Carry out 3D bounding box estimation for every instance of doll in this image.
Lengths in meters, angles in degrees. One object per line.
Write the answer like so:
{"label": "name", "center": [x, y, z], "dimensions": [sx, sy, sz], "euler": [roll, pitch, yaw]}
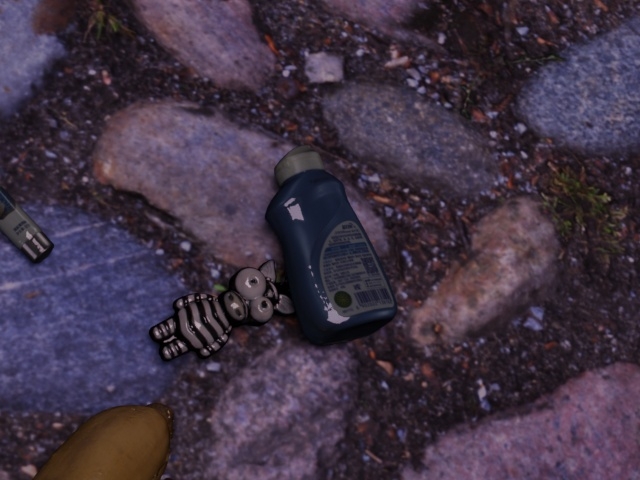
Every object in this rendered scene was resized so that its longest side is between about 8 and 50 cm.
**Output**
{"label": "doll", "center": [-0.128, 0.097, 1.675], "dimensions": [0.219, 0.067, 0.091], "euler": [-25, 84, -25]}

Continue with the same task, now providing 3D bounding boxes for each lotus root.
{"label": "lotus root", "center": [-0.288, 0.314, 1.503], "dimensions": [0.130, 0.146, 0.303], "euler": [37, 61, -7]}

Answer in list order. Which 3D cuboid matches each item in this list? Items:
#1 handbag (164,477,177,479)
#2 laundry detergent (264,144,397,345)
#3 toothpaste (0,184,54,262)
{"label": "handbag", "center": [-0.126, 0.396, 1.519], "dimensions": [0.225, 0.146, 0.135], "euler": [22, 63, -7]}
{"label": "laundry detergent", "center": [0.000, 0.000, 1.737], "dimensions": [0.143, 0.094, 0.290], "euler": [-9, 69, -31]}
{"label": "toothpaste", "center": [-0.453, -0.065, 1.660], "dimensions": [0.062, 0.039, 0.239], "euler": [-42, 83, -18]}
